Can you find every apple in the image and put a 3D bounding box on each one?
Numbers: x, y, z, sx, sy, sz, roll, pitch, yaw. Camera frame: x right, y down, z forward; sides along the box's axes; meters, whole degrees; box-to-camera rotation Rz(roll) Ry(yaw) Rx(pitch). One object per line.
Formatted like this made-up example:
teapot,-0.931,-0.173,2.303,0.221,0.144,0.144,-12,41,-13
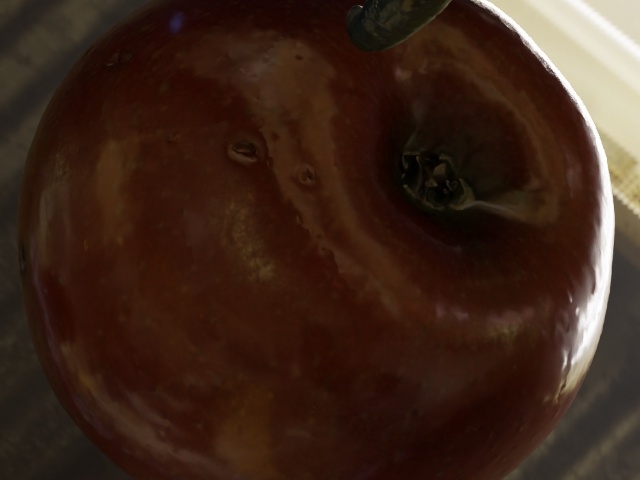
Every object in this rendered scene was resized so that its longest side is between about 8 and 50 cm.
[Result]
apple,0.000,0.000,0.864,0.348,0.277,0.349,13,-116,-27

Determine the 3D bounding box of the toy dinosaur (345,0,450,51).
toy dinosaur,0.051,-0.159,0.400,0.188,0.247,0.075,57,-137,-7
